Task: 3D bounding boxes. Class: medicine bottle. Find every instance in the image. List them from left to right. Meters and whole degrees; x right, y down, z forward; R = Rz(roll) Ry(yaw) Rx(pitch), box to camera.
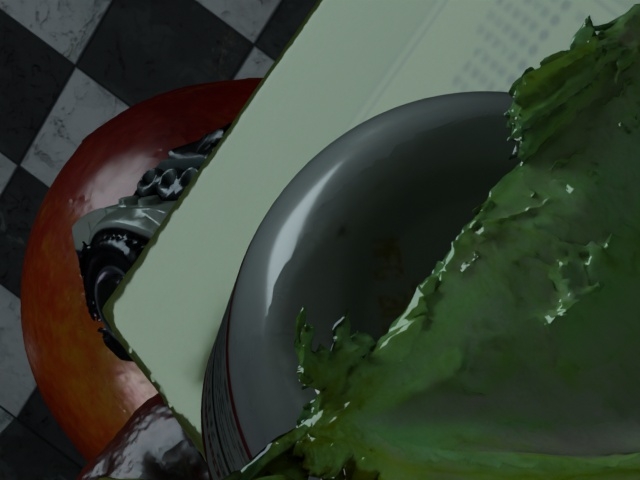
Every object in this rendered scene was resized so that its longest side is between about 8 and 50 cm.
[{"bbox_3d":[0.031,0.046,0.558,0.131,0.131,0.250,-53,-1,-13],"label":"medicine bottle"}]

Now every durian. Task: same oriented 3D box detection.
[{"bbox_3d":[0.066,0.015,0.396,0.215,0.100,0.086,-46,-7,-18],"label":"durian"}]

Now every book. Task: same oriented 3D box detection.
[{"bbox_3d":[0.062,-0.040,0.756,0.035,0.239,0.352,22,-71,-47],"label":"book"}]

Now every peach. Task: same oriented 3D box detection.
[{"bbox_3d":[-0.072,0.049,1.542,0.388,0.388,0.388,-53,-2,-3],"label":"peach"}]

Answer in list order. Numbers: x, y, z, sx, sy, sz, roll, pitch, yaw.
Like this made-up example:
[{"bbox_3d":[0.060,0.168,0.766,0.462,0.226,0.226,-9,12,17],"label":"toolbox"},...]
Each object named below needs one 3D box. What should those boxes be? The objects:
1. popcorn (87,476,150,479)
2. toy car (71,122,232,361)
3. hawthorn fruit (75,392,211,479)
[{"bbox_3d":[-0.081,0.172,0.663,0.185,0.167,0.187,-49,5,35],"label":"popcorn"},{"bbox_3d":[-0.001,-0.002,0.951,0.193,0.118,0.301,-17,14,-37],"label":"toy car"},{"bbox_3d":[-0.051,0.159,0.892,0.157,0.157,0.194,-52,-6,-33],"label":"hawthorn fruit"}]
